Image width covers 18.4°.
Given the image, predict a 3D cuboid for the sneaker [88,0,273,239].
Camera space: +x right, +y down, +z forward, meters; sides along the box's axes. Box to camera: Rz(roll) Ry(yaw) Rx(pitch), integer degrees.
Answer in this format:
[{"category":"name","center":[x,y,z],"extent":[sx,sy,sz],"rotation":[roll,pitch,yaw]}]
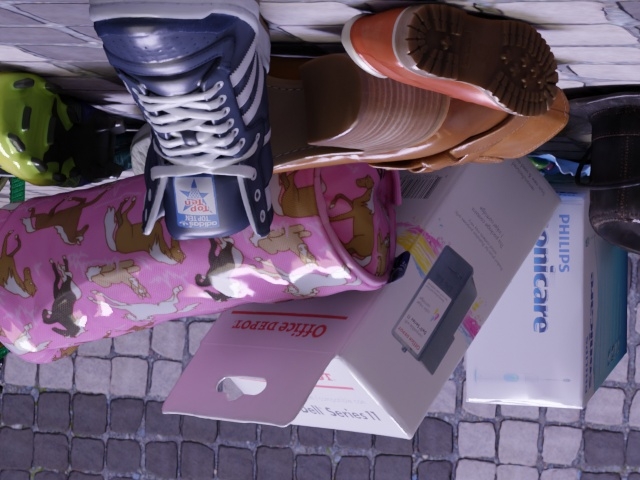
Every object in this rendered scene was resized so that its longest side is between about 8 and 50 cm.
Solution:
[{"category":"sneaker","center":[-0.086,-0.080,1.287],"extent":[0.099,0.153,0.282],"rotation":[2,176,9]}]

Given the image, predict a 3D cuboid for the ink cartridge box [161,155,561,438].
[{"category":"ink cartridge box","center":[0.037,0.057,1.775],"extent":[0.207,0.353,0.119],"rotation":[1,138,51]}]

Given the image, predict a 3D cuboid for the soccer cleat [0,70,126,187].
[{"category":"soccer cleat","center":[-0.267,-0.094,1.762],"extent":[0.121,0.093,0.289],"rotation":[5,177,13]}]

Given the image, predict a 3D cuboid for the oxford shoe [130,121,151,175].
[{"category":"oxford shoe","center":[-0.093,-0.063,1.957],"extent":[0.169,0.130,0.449],"rotation":[41,167,5]}]

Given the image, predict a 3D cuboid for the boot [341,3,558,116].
[{"category":"boot","center":[0.088,-0.122,1.310],"extent":[0.158,0.059,0.085],"rotation":[17,172,-39]}]

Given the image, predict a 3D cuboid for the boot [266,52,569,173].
[{"category":"boot","center":[0.027,-0.098,1.504],"extent":[0.220,0.109,0.283],"rotation":[1,172,-41]}]

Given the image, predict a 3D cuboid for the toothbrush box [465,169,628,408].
[{"category":"toothbrush box","center":[0.243,0.041,2.075],"extent":[0.126,0.216,0.295],"rotation":[2,-171,16]}]

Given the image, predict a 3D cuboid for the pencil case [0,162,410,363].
[{"category":"pencil case","center":[-0.116,0.002,1.703],"extent":[0.386,0.160,0.167],"rotation":[-14,135,27]}]

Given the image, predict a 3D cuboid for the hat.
[{"category":"hat","center":[0.324,-0.046,1.697],"extent":[0.331,0.134,0.331],"rotation":[3,176,0]}]

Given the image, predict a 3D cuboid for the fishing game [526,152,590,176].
[{"category":"fishing game","center":[0.171,-0.075,1.915],"extent":[0.264,0.041,0.189],"rotation":[11,180,18]}]

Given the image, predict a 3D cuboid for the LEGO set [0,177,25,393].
[{"category":"LEGO set","center":[-0.455,0.015,2.206],"extent":[0.192,0.331,0.255],"rotation":[4,-163,10]}]

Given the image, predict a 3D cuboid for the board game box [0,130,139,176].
[{"category":"board game box","center":[-0.243,-0.089,2.004],"extent":[0.126,0.026,0.186],"rotation":[2,-169,17]}]
